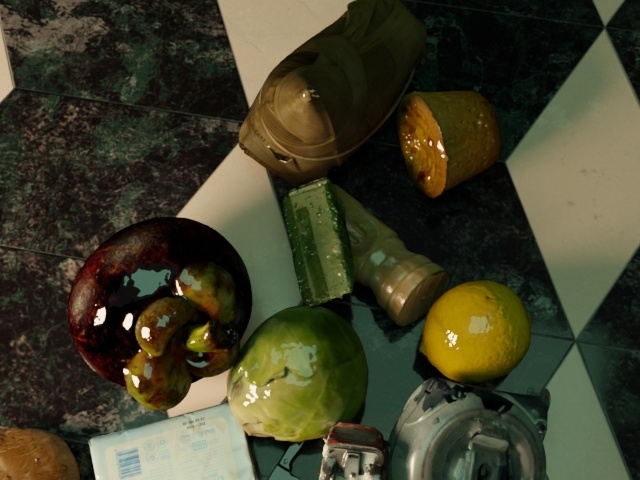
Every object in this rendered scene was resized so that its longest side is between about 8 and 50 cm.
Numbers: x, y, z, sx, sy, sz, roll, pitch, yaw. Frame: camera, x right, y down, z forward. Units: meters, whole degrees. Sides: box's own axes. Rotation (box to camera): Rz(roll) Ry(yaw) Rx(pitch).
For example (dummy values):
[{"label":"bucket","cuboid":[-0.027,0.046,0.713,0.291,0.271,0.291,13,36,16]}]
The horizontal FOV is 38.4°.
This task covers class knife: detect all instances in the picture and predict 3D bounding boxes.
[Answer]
[{"label":"knife","cuboid":[-0.062,0.430,1.597,0.072,0.019,0.245,29,77,9]}]

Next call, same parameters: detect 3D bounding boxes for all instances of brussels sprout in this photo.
[{"label":"brussels sprout","cuboid":[-0.038,0.228,1.559,0.244,0.244,0.244,-1,71,2]}]

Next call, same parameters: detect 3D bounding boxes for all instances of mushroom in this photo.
[{"label":"mushroom","cuboid":[-0.529,0.444,1.536,0.278,0.146,0.278,-3,67,7]}]

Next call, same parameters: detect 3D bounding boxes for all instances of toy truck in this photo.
[{"label":"toy truck","cuboid":[0.045,0.435,1.482,0.114,0.135,0.270,7,102,3]}]

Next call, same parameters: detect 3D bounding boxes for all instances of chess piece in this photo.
[{"label":"chess piece","cuboid":[0.089,0.017,1.691,0.137,0.137,0.301,-41,62,-11]}]

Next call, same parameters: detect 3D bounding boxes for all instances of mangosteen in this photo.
[{"label":"mangosteen","cuboid":[-0.263,0.119,1.558,0.330,0.330,0.330,-1,71,2]}]

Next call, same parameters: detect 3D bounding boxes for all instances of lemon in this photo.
[{"label":"lemon","cuboid":[0.268,0.159,1.594,0.203,0.178,0.178,-16,71,-1]}]

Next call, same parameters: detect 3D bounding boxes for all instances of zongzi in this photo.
[{"label":"zongzi","cuboid":[0.094,-0.332,1.626,0.218,0.467,0.500,43,75,-7]}]

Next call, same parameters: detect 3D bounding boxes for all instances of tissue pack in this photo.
[{"label":"tissue pack","cuboid":[-0.246,0.393,1.575,0.263,0.089,0.177,-14,70,-5]}]

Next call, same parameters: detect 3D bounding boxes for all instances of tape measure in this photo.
[{"label":"tape measure","cuboid":[0.241,0.358,1.503,0.256,0.147,0.275,12,86,-15]}]

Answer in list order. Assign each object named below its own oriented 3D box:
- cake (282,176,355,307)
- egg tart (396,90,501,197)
[{"label":"cake","cuboid":[0.007,0.020,1.617,0.100,0.099,0.235,-20,59,11]},{"label":"egg tart","cuboid":[0.245,-0.191,1.714,0.147,0.202,0.202,-16,71,-13]}]
